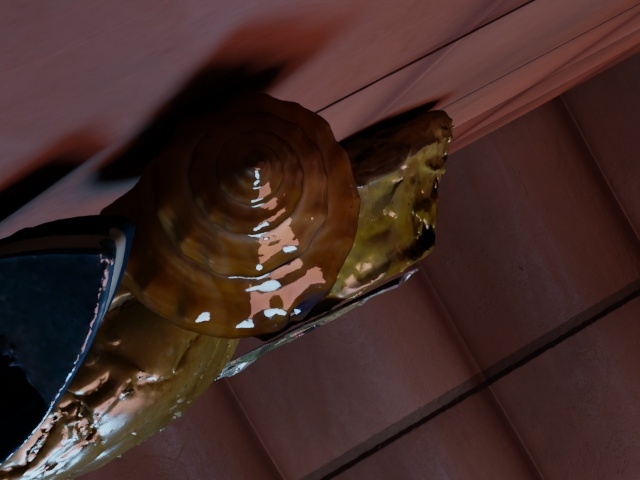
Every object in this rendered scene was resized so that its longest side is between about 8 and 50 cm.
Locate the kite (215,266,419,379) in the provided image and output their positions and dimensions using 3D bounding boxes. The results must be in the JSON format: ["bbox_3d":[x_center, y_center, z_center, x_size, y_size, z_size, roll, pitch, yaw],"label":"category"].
[{"bbox_3d":[-0.021,0.088,1.192,0.267,0.013,0.323,-28,176,11],"label":"kite"}]

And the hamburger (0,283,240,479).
[{"bbox_3d":[-0.164,0.089,0.838,0.265,0.134,0.285,-27,-179,8],"label":"hamburger"}]

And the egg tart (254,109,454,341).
[{"bbox_3d":[-0.003,0.002,1.198,0.341,0.129,0.341,-27,178,-1],"label":"egg tart"}]

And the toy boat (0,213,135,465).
[{"bbox_3d":[-0.176,0.064,0.561,0.299,0.096,0.062,-33,-172,32],"label":"toy boat"}]

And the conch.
[{"bbox_3d":[-0.038,0.006,0.602,0.109,0.093,0.330,-38,171,-12],"label":"conch"}]
